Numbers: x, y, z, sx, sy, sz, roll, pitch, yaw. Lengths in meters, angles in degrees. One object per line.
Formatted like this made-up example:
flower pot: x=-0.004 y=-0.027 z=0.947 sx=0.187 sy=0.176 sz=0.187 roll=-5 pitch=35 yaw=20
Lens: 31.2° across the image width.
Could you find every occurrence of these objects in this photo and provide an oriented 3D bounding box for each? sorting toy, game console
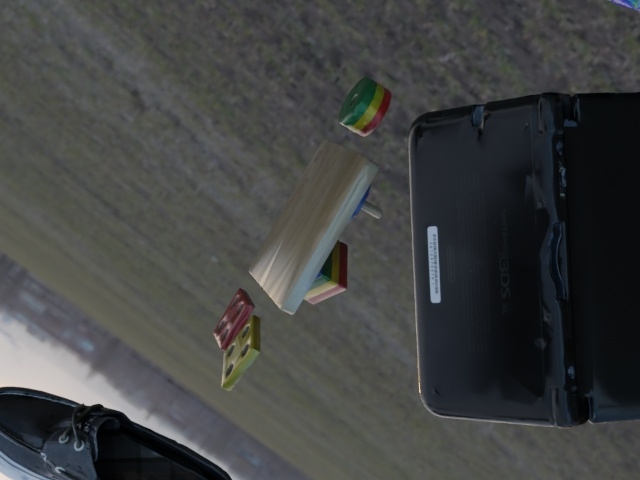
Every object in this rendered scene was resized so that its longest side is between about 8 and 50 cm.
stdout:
sorting toy: x=0.000 y=0.000 z=0.932 sx=0.046 sy=0.274 sz=0.132 roll=29 pitch=-177 yaw=-19
game console: x=0.097 y=0.007 z=0.445 sx=0.071 sy=0.122 sz=0.107 roll=-1 pitch=178 yaw=-44

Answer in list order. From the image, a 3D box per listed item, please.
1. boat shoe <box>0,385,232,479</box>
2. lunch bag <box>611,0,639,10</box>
boat shoe: x=-0.165 y=0.163 z=0.875 sx=0.228 sy=0.080 sz=0.076 roll=28 pitch=136 yaw=9
lunch bag: x=0.089 y=-0.194 z=0.458 sx=0.176 sy=0.090 sz=0.219 roll=36 pitch=174 yaw=39
